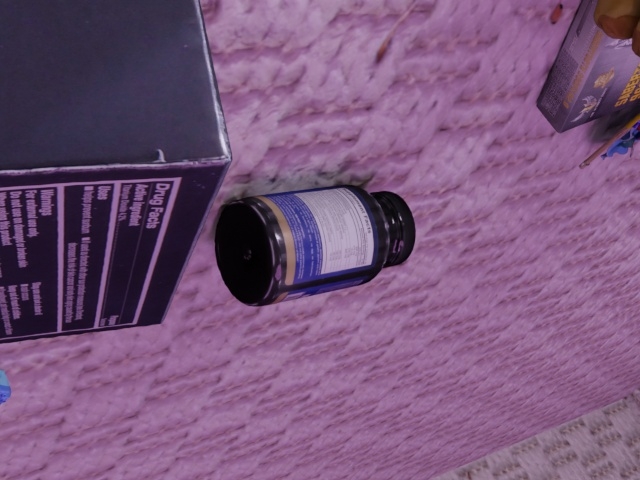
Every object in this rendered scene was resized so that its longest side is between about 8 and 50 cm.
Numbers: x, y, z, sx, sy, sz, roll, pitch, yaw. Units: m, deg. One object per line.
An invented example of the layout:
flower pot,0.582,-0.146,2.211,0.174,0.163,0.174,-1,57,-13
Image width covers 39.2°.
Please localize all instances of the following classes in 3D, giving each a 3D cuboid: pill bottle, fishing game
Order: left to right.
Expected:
pill bottle,0.000,0.000,1.036,0.219,0.122,0.122,-9,146,-38
fishing game,0.489,-0.168,1.291,0.264,0.041,0.189,-19,160,-49

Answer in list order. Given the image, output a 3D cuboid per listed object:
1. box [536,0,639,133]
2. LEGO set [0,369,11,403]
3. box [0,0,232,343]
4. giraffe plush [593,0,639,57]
box,0.381,-0.247,1.088,0.183,0.056,0.231,-22,151,-21
LEGO set,-0.402,0.186,0.963,0.087,0.093,0.227,-37,153,11
box,-0.230,-0.052,0.518,0.294,0.182,0.296,-5,162,-19
giraffe plush,0.315,-0.293,0.840,0.171,0.181,0.210,11,123,-44
